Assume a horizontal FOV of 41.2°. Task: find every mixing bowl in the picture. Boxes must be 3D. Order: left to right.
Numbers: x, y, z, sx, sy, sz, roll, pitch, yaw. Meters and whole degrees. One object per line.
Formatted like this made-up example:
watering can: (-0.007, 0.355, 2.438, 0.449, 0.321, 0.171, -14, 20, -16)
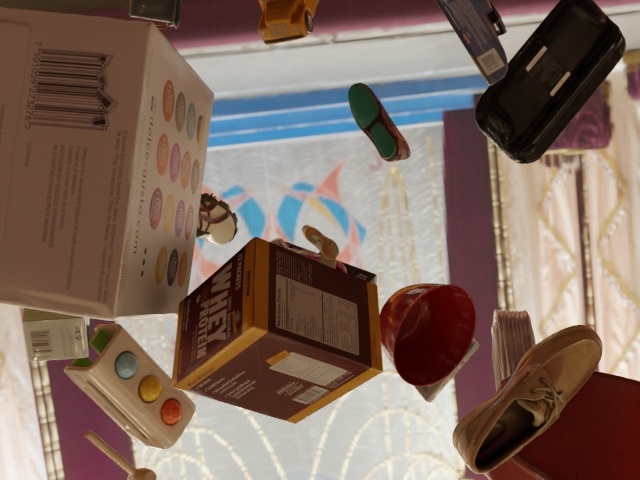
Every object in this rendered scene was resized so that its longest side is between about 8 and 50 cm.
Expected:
mixing bowl: (0.163, 0.142, 1.430, 0.181, 0.182, 0.098, -11, -155, -32)

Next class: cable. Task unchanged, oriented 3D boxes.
cable: (0.428, 0.278, 1.866, 0.089, 0.257, 0.257, -5, -137, 8)

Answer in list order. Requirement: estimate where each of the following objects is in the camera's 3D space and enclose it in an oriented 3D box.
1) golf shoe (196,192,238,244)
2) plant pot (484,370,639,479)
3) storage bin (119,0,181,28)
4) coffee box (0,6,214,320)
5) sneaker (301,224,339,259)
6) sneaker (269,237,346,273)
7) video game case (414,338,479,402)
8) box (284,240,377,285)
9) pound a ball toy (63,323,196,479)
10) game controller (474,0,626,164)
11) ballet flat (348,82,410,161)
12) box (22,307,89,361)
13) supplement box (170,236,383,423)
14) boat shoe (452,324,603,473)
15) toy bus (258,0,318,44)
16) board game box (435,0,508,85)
golf shoe: (-0.235, -0.039, 1.464, 0.105, 0.120, 0.273, 0, 156, 25)
plant pot: (0.441, 0.367, 1.557, 0.235, 0.267, 0.267, 26, 157, -3)
storage bin: (-0.323, -0.451, 1.600, 0.091, 0.098, 0.135, -1, -151, -24)
coffee box: (-0.351, -0.086, 1.103, 0.338, 0.338, 0.334, 7, 176, 5)
sneaker: (0.000, 0.000, 1.464, 0.032, 0.083, 0.037, -45, -148, -1)
sneaker: (-0.012, 0.070, 1.582, 0.111, 0.103, 0.252, -32, -132, -12)
video game case: (0.266, 0.260, 2.055, 0.023, 0.183, 0.201, 30, -167, -39)
box: (-0.059, 0.138, 1.778, 0.242, 0.077, 0.307, 19, -140, 26)
pound a ball toy: (-0.393, 0.356, 1.788, 0.135, 0.319, 0.208, -6, -139, 40)
game controller: (0.426, -0.299, 1.575, 0.319, 0.166, 0.067, -51, -169, -2)
ballet flat: (0.135, -0.262, 1.928, 0.077, 0.222, 0.079, -44, 151, 28)
box: (-0.444, 0.138, 1.438, 0.101, 0.101, 0.087, -3, -139, -13)
supplement box: (-0.057, 0.122, 1.092, 0.194, 0.129, 0.191, 23, 137, -29)
boat shoe: (0.346, 0.260, 1.376, 0.302, 0.109, 0.098, -41, -169, 1)
toy bus: (-0.064, -0.584, 1.916, 0.108, 0.130, 0.333, -4, -133, 19)
board game box: (0.207, -0.344, 1.209, 0.060, 0.194, 0.194, -29, -153, 21)
